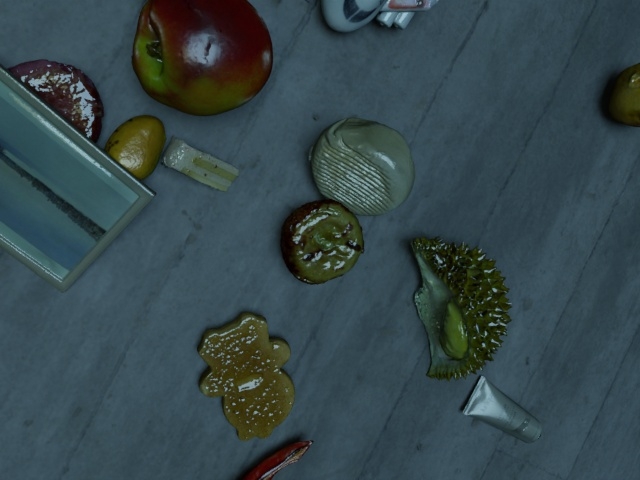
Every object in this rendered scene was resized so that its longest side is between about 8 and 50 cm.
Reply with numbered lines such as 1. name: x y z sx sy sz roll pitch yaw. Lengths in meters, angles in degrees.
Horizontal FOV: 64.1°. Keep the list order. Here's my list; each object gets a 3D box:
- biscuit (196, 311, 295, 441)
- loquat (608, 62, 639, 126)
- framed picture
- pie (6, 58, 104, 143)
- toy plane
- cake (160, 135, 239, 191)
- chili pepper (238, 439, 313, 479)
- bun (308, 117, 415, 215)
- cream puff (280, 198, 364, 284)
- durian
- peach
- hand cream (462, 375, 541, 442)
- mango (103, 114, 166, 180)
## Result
1. biscuit: -0.120 0.236 0.879 0.166 0.036 0.225 -27 107 -14
2. loquat: 0.660 -0.294 1.047 0.137 0.113 0.137 -3 95 -41
3. framed picture: -0.415 -0.087 0.718 0.213 0.016 0.289 -44 109 8
4. pie: -0.391 -0.187 0.733 0.154 0.038 0.153 -2 97 -17
5. toy plane: 0.091 -0.447 0.807 0.252 0.118 0.252 -10 125 -14
6. cake: -0.185 -0.114 0.806 0.121 0.065 0.052 25 90 -27
7. chili pepper: -0.125 0.428 0.890 0.268 0.050 0.059 -37 127 -13
8. bun: 0.073 -0.132 0.856 0.173 0.167 0.113 54 42 -27
9. cream puff: 0.000 0.000 0.865 0.149 0.084 0.149 -5 108 -17
10. durian: 0.261 0.119 0.954 0.172 0.167 0.306 -38 116 -43
11. peach: -0.158 -0.271 0.733 0.197 0.197 0.197 -2 97 -19
12. hand cream: 0.384 0.362 1.062 0.186 0.054 0.087 33 81 -13
13. mango: -0.277 -0.138 0.769 0.079 0.057 0.114 35 81 -12
